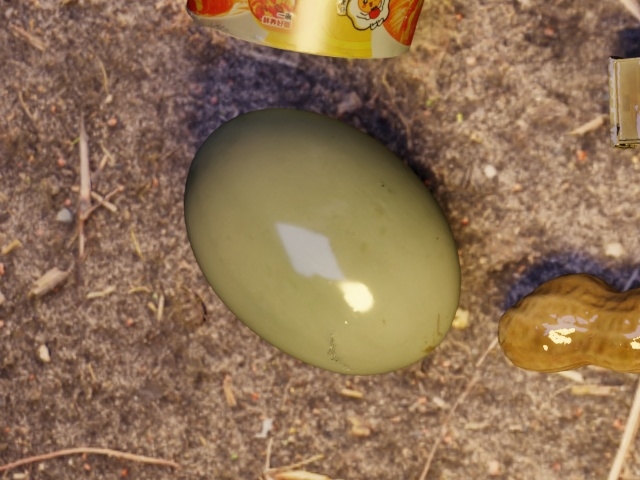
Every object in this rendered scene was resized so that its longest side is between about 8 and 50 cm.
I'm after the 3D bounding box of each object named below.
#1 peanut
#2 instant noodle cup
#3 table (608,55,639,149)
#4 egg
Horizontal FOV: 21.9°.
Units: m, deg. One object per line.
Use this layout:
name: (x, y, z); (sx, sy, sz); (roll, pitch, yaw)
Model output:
peanut: (0.244, 0.070, 1.417); (0.192, 0.089, 0.089); (-1, 92, 23)
instant noodle cup: (-0.006, -0.278, 1.440); (0.264, 0.264, 0.200); (19, 108, 25)
table: (0.291, -0.118, 1.390); (0.083, 0.062, 0.079); (-2, 91, 28)
egg: (0.000, 0.000, 1.468); (0.282, 0.203, 0.203); (44, 111, 19)
